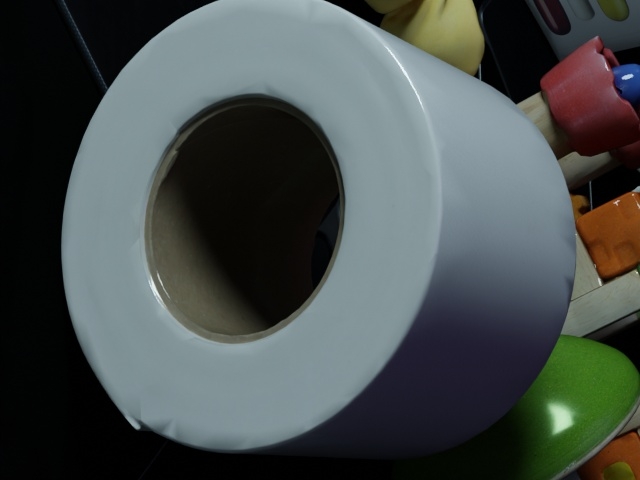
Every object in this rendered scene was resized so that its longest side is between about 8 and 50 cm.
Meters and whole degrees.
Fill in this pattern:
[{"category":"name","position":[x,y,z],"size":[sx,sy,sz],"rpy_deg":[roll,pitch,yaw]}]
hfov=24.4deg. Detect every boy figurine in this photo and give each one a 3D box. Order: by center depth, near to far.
[{"category":"boy figurine","position":[0.047,-0.248,1.126],"size":[0.285,0.092,0.177],"rpy_deg":[62,35,-28]}]

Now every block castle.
[{"category":"block castle","position":[0.301,0.067,1.185],"size":[0.453,0.212,0.303],"rpy_deg":[65,19,10]}]

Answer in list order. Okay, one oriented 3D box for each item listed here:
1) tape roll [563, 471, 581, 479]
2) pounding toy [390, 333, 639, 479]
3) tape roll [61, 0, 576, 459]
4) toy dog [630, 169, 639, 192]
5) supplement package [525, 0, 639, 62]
[{"category":"tape roll","position":[0.232,0.390,1.262],"size":[0.392,0.072,0.392],"rpy_deg":[25,60,-54]},{"category":"pounding toy","position":[0.086,0.106,0.959],"size":[0.237,0.183,0.110],"rpy_deg":[-35,99,-28]},{"category":"tape roll","position":[0.000,0.000,0.832],"size":[0.169,0.246,0.246],"rpy_deg":[14,70,-56]},{"category":"toy dog","position":[0.376,0.020,1.523],"size":[0.161,0.220,0.334],"rpy_deg":[-27,98,-25]},{"category":"supplement package","position":[0.341,-0.316,1.455],"size":[0.145,0.261,0.204],"rpy_deg":[51,42,-37]}]
